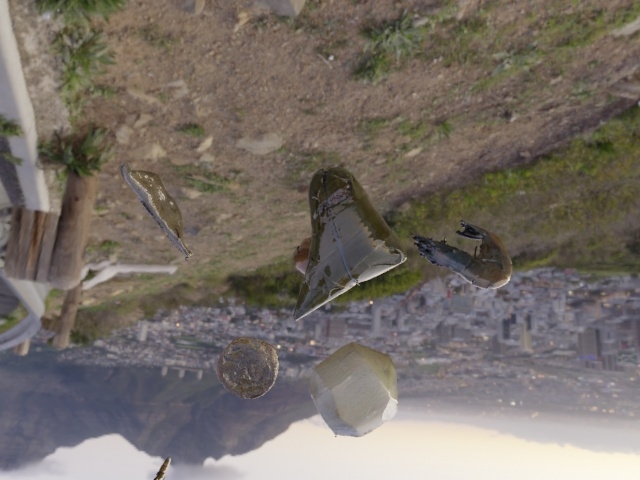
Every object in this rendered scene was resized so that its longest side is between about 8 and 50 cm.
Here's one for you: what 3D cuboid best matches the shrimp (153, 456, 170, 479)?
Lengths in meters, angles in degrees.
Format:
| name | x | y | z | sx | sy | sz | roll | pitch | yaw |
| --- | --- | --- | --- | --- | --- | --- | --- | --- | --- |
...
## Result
| name | x | y | z | sx | sy | sz | roll | pitch | yaw |
| --- | --- | --- | --- | --- | --- | --- | --- | --- | --- |
| shrimp | -0.641 | 0.952 | 2.037 | 0.035 | 0.195 | 0.147 | 27 | 122 | 0 |

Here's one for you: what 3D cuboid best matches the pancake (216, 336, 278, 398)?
| name | x | y | z | sx | sy | sz | roll | pitch | yaw |
| --- | --- | --- | --- | --- | --- | --- | --- | --- | --- |
| pancake | -0.168 | 0.299 | 1.226 | 0.152 | 0.151 | 0.025 | 6 | -175 | -2 |

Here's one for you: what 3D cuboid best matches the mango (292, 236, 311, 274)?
| name | x | y | z | sx | sy | sz | roll | pitch | yaw |
| --- | --- | --- | --- | --- | --- | --- | --- | --- | --- |
| mango | 0.030 | 0.062 | 1.890 | 0.287 | 0.201 | 0.152 | 3 | 128 | 41 |

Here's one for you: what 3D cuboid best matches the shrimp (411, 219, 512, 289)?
| name | x | y | z | sx | sy | sz | roll | pitch | yaw |
| --- | --- | --- | --- | --- | --- | --- | --- | --- | --- |
| shrimp | 0.410 | 0.019 | 1.474 | 0.289 | 0.178 | 0.075 | 28 | 154 | 27 |

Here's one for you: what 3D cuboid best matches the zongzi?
| name | x | y | z | sx | sy | sz | roll | pitch | yaw |
| --- | --- | --- | --- | --- | --- | --- | --- | --- | --- |
| zongzi | 0.000 | 0.000 | 1.533 | 0.393 | 0.355 | 0.174 | -31 | 179 | 7 |

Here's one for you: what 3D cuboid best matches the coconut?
| name | x | y | z | sx | sy | sz | roll | pitch | yaw |
| --- | --- | --- | --- | --- | --- | --- | --- | --- | --- |
| coconut | 0.107 | 0.416 | 1.474 | 0.248 | 0.244 | 0.245 | -30 | 160 | -2 |

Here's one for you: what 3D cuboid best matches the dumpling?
| name | x | y | z | sx | sy | sz | roll | pitch | yaw |
| --- | --- | --- | --- | --- | --- | --- | --- | --- | --- |
| dumpling | -0.462 | -0.100 | 1.500 | 0.166 | 0.086 | 0.332 | 36 | 155 | 59 |
